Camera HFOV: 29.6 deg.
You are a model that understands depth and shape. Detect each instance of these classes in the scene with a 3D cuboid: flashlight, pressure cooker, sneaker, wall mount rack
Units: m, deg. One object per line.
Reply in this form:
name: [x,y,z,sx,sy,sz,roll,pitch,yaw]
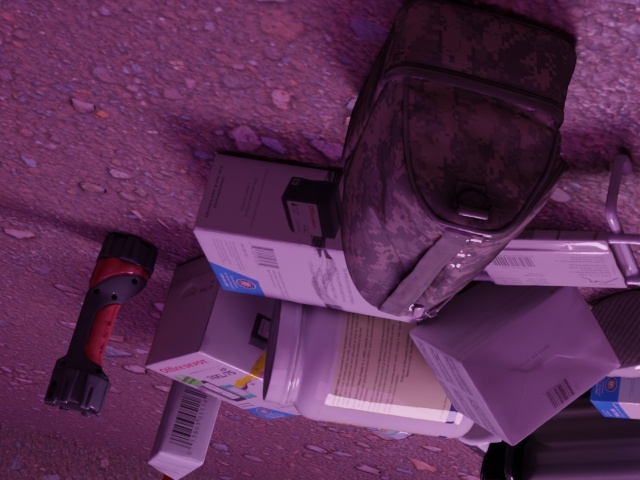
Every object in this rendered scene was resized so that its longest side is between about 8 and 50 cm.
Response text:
flashlight: [-0.360,0.143,2.037,0.103,0.304,0.103,-8,150,40]
pressure cooker: [0.506,0.452,2.147,0.420,0.370,0.375,-10,-169,38]
sneaker: [0.535,0.148,1.748,0.150,0.135,0.366,31,153,-29]
wall mount rack: [0.317,0.002,1.563,0.350,0.130,0.304,2,151,29]

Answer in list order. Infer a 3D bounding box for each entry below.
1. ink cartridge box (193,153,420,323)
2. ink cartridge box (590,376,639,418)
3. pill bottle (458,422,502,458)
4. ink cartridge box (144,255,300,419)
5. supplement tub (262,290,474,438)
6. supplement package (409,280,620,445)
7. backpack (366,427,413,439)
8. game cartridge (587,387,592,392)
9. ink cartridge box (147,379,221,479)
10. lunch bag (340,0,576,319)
ink cartridge box: [0.000,0.000,1.722,0.307,0.129,0.223,9,156,11]
ink cartridge box: [0.547,0.206,1.872,0.231,0.134,0.078,0,152,32]
pill bottle: [0.362,0.382,2.390,0.130,0.130,0.245,-2,152,34]
ink cartridge box: [-0.122,0.165,2.083,0.270,0.197,0.198,27,154,-27]
supplement tub: [0.084,0.176,1.902,0.324,0.235,0.235,9,158,-6]
supplement package: [0.267,0.152,1.699,0.149,0.194,0.203,59,170,-14]
backpack: [0.131,0.266,2.189,0.115,0.182,0.152,28,154,-29]
game cartridge: [0.490,0.255,2.172,0.056,0.017,0.083,9,157,3]
ink cartridge box: [-0.262,0.297,2.331,0.091,0.308,0.385,20,158,-13]
lunch bag: [0.133,-0.071,1.319,0.212,0.256,0.305,17,157,-6]
